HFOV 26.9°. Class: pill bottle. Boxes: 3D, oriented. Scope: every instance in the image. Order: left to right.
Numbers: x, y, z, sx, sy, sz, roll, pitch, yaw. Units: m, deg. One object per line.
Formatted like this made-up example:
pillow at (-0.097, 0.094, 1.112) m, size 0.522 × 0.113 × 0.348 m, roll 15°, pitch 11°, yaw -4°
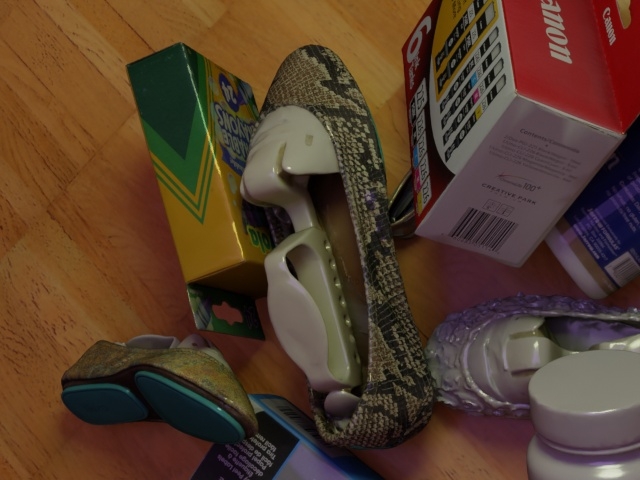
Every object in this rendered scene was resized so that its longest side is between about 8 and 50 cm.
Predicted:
pill bottle at (0.294, 0.264, 1.348) m, size 0.160 × 0.160 × 0.283 m, roll -3°, pitch 111°, yaw 20°
pill bottle at (0.360, -0.066, 1.436) m, size 0.265 × 0.153 × 0.153 m, roll -35°, pitch 72°, yaw 11°

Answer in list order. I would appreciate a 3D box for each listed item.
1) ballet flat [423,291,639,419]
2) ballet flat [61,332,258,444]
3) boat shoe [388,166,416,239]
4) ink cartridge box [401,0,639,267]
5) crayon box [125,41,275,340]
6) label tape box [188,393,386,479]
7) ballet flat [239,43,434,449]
ballet flat at (0.289, 0.122, 1.446) m, size 0.409 × 0.147 × 0.147 m, roll -2°, pitch 81°, yaw 21°
ballet flat at (-0.178, 0.161, 1.570) m, size 0.348 × 0.123 × 0.123 m, roll -4°, pitch 80°, yaw 48°
boat shoe at (0.137, -0.083, 1.563) m, size 0.068 × 0.072 × 0.190 m, roll 35°, pitch 95°, yaw 21°
ink cartridge box at (0.205, -0.182, 1.383) m, size 0.309 × 0.130 × 0.272 m, roll -91°, pitch 25°, yaw -45°
crayon box at (-0.112, -0.052, 1.581) m, size 0.083 × 0.203 × 0.323 m, roll -20°, pitch 76°, yaw 16°
label tape box at (-0.069, 0.389, 1.549) m, size 0.249 × 0.115 × 0.347 m, roll 36°, pitch 94°, yaw 21°
ballet flat at (0.000, 0.000, 1.497) m, size 0.164 × 0.182 × 0.483 m, roll -22°, pitch 78°, yaw 39°
